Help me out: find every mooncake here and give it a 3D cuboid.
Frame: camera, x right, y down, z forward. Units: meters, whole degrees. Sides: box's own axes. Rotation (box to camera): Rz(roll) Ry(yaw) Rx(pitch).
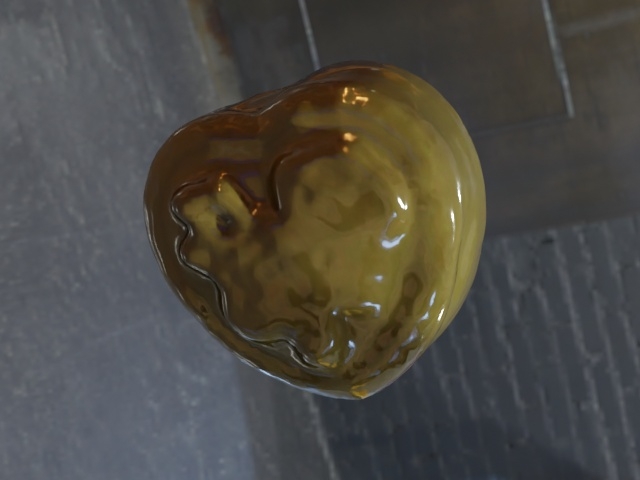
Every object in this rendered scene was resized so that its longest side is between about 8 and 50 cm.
[{"bbox_3d":[0.000,0.000,0.928,0.117,0.235,0.234,-39,117,-63],"label":"mooncake"}]
